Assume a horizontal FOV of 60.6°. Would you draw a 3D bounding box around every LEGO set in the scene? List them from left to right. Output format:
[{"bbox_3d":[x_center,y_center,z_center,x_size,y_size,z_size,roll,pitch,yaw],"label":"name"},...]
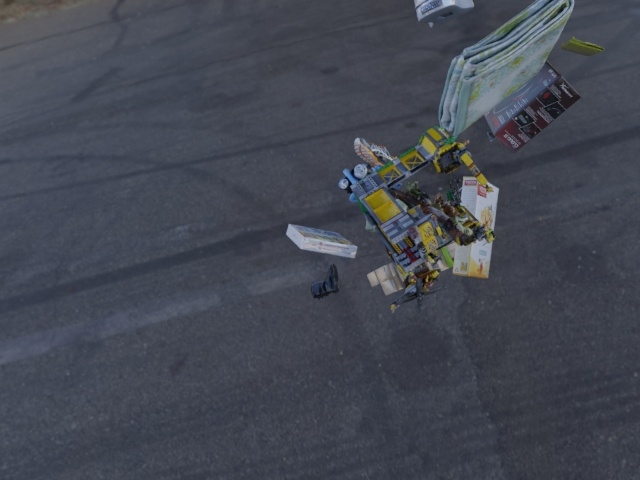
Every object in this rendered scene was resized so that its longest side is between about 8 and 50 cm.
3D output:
[{"bbox_3d":[0.214,-0.019,1.002,0.255,0.331,0.192,-25,46,-6],"label":"LEGO set"}]

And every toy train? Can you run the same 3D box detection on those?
[{"bbox_3d":[0.127,-0.150,1.433,0.184,0.105,0.080,10,37,-50],"label":"toy train"}]

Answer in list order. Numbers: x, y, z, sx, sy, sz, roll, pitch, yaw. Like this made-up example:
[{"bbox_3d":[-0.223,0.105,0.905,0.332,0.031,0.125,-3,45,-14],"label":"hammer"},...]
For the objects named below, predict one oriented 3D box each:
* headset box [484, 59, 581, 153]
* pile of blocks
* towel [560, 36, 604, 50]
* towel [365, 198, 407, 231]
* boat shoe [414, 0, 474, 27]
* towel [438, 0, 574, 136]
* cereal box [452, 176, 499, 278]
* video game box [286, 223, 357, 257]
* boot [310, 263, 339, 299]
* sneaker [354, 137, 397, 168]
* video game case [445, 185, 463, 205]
[{"bbox_3d":[0.677,-0.440,1.821,0.293,0.110,0.218,-43,21,28],"label":"headset box"},{"bbox_3d":[0.325,0.078,1.621,0.362,0.112,0.149,-26,-9,16],"label":"pile of blocks"},{"bbox_3d":[0.812,-0.602,1.705,0.102,0.021,0.237,20,19,11],"label":"towel"},{"bbox_3d":[0.223,-0.087,1.855,0.148,0.027,0.110,-7,68,24],"label":"towel"},{"bbox_3d":[0.306,-0.664,1.452,0.136,0.156,0.367,-16,11,30],"label":"boat shoe"},{"bbox_3d":[0.466,-0.440,1.421,0.321,0.374,0.090,-34,77,-2],"label":"towel"},{"bbox_3d":[0.390,-0.028,1.370,0.047,0.240,0.173,7,-1,33],"label":"cereal box"},{"bbox_3d":[0.000,0.000,1.819,0.187,0.048,0.205,8,11,-19],"label":"video game box"},{"bbox_3d":[0.014,0.150,1.969,0.099,0.045,0.121,-18,58,22],"label":"boot"},{"bbox_3d":[0.219,-0.344,2.167,0.084,0.215,0.083,17,74,58],"label":"sneaker"},{"bbox_3d":[0.511,-0.099,1.968,0.022,0.173,0.190,16,49,-23],"label":"video game case"}]
